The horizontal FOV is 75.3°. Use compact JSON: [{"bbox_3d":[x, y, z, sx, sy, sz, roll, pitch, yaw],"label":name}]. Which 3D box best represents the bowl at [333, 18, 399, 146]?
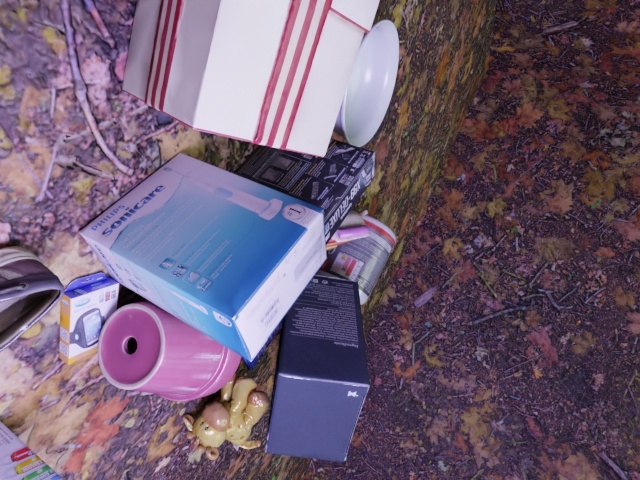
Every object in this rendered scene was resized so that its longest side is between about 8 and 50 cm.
[{"bbox_3d":[0.075,-0.393,1.028,0.298,0.134,0.298,-49,151,-39],"label":"bowl"}]

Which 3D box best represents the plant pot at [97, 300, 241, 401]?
[{"bbox_3d":[-0.262,0.179,0.713,0.202,0.201,0.180,-66,159,-4],"label":"plant pot"}]

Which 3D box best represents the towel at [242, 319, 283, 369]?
[{"bbox_3d":[-0.137,0.210,1.256,0.336,0.040,0.243,-53,155,-32],"label":"towel"}]

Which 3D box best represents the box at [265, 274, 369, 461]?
[{"bbox_3d":[-0.013,0.326,1.133,0.396,0.211,0.294,-90,-170,-60],"label":"box"}]

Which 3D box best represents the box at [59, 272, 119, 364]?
[{"bbox_3d":[-0.365,0.120,0.657,0.081,0.028,0.136,-24,135,-59],"label":"box"}]

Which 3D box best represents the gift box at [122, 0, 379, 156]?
[{"bbox_3d":[-0.116,-0.287,0.556,0.255,0.276,0.258,-3,118,-52],"label":"gift box"}]

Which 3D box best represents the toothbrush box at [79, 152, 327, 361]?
[{"bbox_3d":[-0.169,0.009,0.642,0.216,0.295,0.126,-53,155,-33],"label":"toothbrush box"}]

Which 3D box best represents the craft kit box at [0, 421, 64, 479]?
[{"bbox_3d":[-0.420,0.340,0.450,0.246,0.249,0.061,-26,135,-60],"label":"craft kit box"}]

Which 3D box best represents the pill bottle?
[{"bbox_3d":[0.105,0.102,1.477,0.363,0.210,0.210,-61,157,-14],"label":"pill bottle"}]

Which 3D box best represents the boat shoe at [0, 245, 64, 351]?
[{"bbox_3d":[-0.418,0.119,0.445,0.285,0.092,0.103,-49,152,-39],"label":"boat shoe"}]

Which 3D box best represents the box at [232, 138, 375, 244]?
[{"bbox_3d":[-0.062,-0.098,0.858,0.308,0.242,0.077,-55,155,-29],"label":"box"}]

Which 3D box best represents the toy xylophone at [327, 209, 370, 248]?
[{"bbox_3d":[0.000,0.000,1.060,0.236,0.081,0.322,-12,169,-34],"label":"toy xylophone"}]

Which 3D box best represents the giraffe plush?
[{"bbox_3d":[-0.257,0.464,1.073,0.170,0.181,0.211,11,84,-56],"label":"giraffe plush"}]
